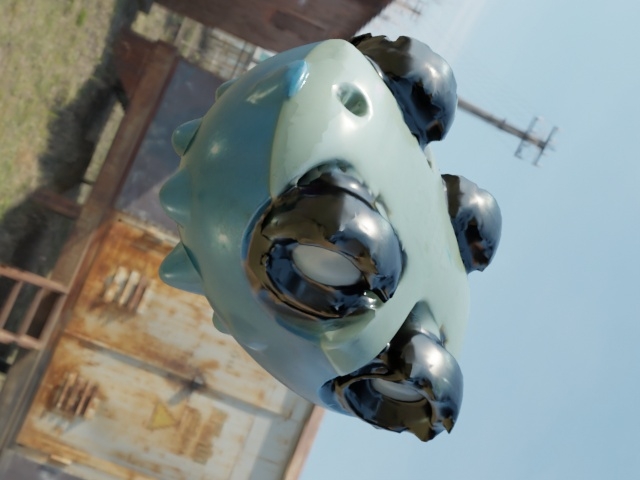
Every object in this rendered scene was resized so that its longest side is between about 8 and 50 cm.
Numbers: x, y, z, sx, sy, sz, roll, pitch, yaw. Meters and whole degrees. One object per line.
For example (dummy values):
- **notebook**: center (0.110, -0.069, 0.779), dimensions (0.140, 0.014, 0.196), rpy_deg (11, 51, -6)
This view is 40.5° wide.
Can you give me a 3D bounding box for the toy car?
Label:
- **toy car**: center (0.000, 0.000, 0.556), dimensions (0.190, 0.255, 0.188), rpy_deg (-4, -133, 29)
